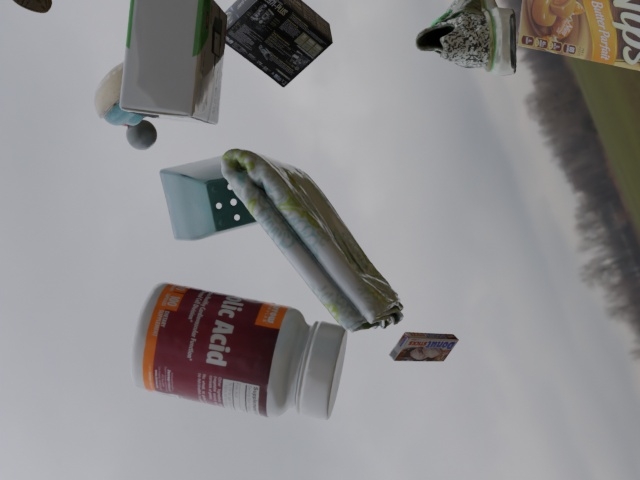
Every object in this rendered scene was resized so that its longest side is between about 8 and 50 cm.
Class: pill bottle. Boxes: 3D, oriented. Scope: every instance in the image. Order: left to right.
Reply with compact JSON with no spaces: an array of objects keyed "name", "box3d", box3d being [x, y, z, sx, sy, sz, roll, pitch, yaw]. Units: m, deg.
[{"name":"pill bottle","box3d":[-0.156,0.224,1.973,0.224,0.392,0.224,10,-90,-83]}]

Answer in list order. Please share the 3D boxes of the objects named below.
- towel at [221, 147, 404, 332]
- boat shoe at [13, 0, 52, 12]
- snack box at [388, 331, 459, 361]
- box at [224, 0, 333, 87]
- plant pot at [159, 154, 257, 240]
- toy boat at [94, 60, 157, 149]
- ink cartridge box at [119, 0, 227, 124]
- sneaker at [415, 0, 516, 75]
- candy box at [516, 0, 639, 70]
[{"name":"towel","box3d":[0.000,0.000,1.738,0.374,0.090,0.320,51,-173,11]},{"name":"boat shoe","box3d":[-0.482,-0.408,1.575,0.135,0.050,0.045,33,-162,-12]},{"name":"snack box","box3d":[0.217,0.222,2.080,0.178,0.064,0.022,8,-150,-48]},{"name":"box","box3d":[-0.091,-0.419,1.992,0.180,0.147,0.077,33,-149,-31]},{"name":"plant pot","box3d":[-0.223,-0.088,2.158,0.234,0.166,0.165,12,115,65]},{"name":"toy boat","box3d":[-0.351,-0.292,2.051,0.267,0.318,0.148,-37,-84,-30]},{"name":"ink cartridge box","box3d":[-0.240,-0.310,1.690,0.289,0.122,0.211,-63,-21,-85]},{"name":"sneaker","box3d":[0.284,-0.446,2.109,0.410,0.182,0.158,-110,19,-72]},{"name":"candy box","box3d":[0.505,-0.397,1.691,0.087,0.316,0.183,-48,-33,-43]}]
